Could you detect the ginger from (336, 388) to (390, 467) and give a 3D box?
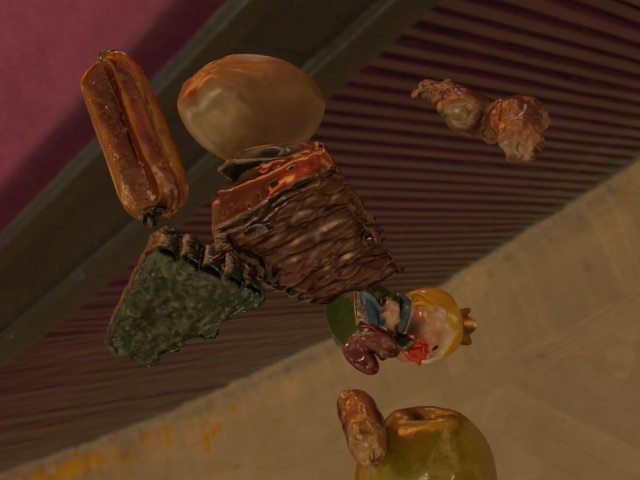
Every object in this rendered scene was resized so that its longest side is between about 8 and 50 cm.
[{"bbox_3d":[0.066,0.292,1.519,0.190,0.069,0.095,-113,13,-67],"label":"ginger"}]

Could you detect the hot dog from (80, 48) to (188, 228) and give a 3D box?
[{"bbox_3d":[-0.175,-0.097,0.912,0.072,0.055,0.188,-25,79,19],"label":"hot dog"}]

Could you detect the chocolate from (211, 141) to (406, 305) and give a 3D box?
[{"bbox_3d":[-0.005,-0.004,0.704,0.103,0.329,0.065,-22,76,5],"label":"chocolate"}]

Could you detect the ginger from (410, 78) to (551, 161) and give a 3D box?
[{"bbox_3d":[0.224,-0.174,1.285,0.084,0.122,0.290,-69,25,13],"label":"ginger"}]

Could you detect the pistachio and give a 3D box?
[{"bbox_3d":[-0.094,-0.190,1.355,0.138,0.238,0.153,7,106,47],"label":"pistachio"}]

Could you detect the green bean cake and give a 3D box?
[{"bbox_3d":[-0.206,0.100,1.438,0.208,0.194,0.107,-59,19,19],"label":"green bean cake"}]

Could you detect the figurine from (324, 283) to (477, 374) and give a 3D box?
[{"bbox_3d":[0.129,0.132,1.358,0.127,0.234,0.185,-57,25,15],"label":"figurine"}]

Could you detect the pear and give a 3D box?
[{"bbox_3d":[0.181,0.432,1.595,0.253,0.253,0.307,-3,97,42],"label":"pear"}]
